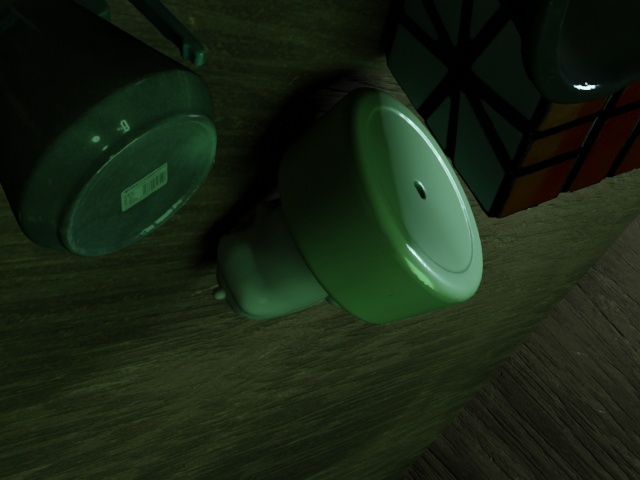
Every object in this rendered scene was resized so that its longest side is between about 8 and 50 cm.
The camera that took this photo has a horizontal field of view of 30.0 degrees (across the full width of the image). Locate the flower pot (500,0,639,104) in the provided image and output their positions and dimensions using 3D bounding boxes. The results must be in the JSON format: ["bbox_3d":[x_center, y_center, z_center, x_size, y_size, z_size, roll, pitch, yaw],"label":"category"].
[{"bbox_3d":[0.240,-0.338,1.049,0.379,0.251,0.379,-35,155,-19],"label":"flower pot"}]

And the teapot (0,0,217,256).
[{"bbox_3d":[-0.187,-0.122,0.899,0.203,0.225,0.171,-33,160,-29],"label":"teapot"}]

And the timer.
[{"bbox_3d":[0.000,0.000,1.514,0.315,0.290,0.291,-27,168,27],"label":"timer"}]

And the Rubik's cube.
[{"bbox_3d":[0.268,-0.234,1.368,0.283,0.288,0.293,-18,150,-24],"label":"Rubik's cube"}]
